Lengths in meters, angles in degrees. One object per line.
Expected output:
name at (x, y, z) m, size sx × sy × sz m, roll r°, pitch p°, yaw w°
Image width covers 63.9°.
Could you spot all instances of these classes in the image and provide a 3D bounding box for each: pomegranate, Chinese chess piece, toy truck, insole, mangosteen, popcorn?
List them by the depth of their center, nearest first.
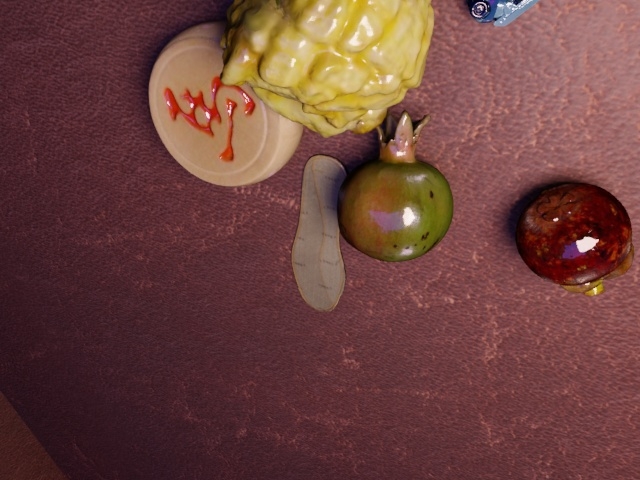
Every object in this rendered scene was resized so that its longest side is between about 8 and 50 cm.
toy truck at (0.235, -0.310, 0.645) m, size 0.090 × 0.056 × 0.073 m, roll 8°, pitch 128°, yaw 5°
popcorn at (0.000, -0.271, 0.652) m, size 0.292 × 0.237 × 0.293 m, roll -5°, pitch 82°, yaw 36°
mangosteen at (0.370, -0.001, 0.729) m, size 0.181 × 0.156 × 0.146 m, roll 23°, pitch 104°, yaw -25°
pomegranate at (0.112, -0.082, 0.777) m, size 0.181 × 0.181 × 0.224 m, roll 5°, pitch 105°, yaw 23°
Chinese chess piece at (-0.155, -0.219, 0.852) m, size 0.273 × 0.102 × 0.273 m, roll 12°, pitch 124°, yaw 19°
insole at (0.000, 0.000, 0.973) m, size 0.118 × 0.009 × 0.349 m, roll 16°, pitch 125°, yaw 16°
